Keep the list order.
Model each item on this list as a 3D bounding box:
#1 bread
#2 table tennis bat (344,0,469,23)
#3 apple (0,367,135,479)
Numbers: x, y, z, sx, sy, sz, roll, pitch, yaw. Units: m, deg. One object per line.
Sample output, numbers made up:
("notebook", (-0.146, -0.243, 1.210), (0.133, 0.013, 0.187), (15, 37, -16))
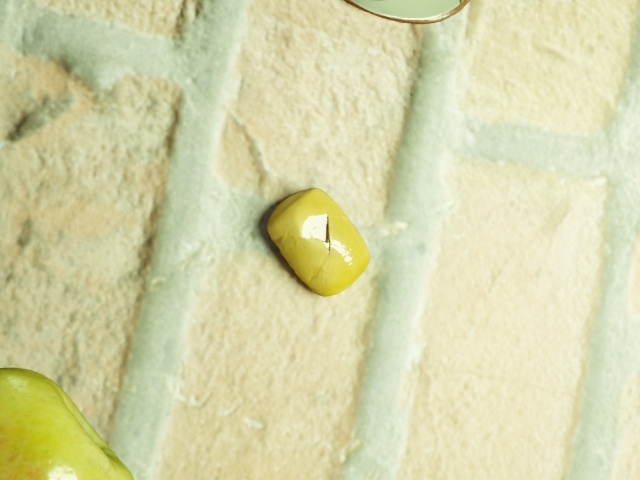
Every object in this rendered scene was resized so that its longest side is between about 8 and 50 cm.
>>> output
("bread", (0.000, 0.000, 1.201), (0.082, 0.056, 0.115), (-34, 90, -10))
("table tennis bat", (0.039, -0.345, 1.265), (0.301, 0.022, 0.173), (19, 81, -9))
("apple", (-0.278, 0.240, 1.037), (0.194, 0.261, 0.261), (-38, 91, -10))
